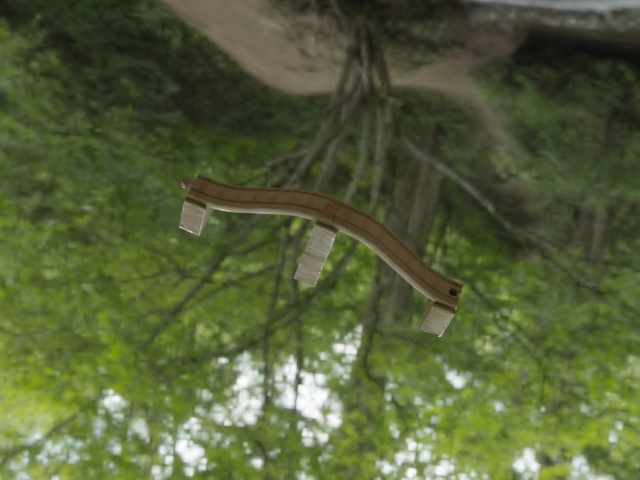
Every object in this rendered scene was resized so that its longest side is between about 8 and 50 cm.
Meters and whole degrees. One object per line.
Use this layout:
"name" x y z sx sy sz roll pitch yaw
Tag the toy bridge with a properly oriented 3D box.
"toy bridge" 0.000 0.000 0.639 0.188 0.063 0.026 23 -129 1
